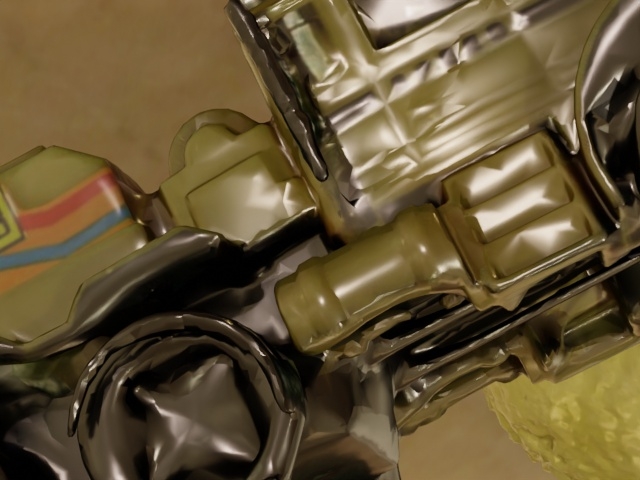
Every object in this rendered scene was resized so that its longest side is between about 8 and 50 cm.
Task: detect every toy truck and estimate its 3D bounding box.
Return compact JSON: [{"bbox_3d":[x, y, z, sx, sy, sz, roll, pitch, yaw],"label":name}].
[{"bbox_3d":[0.003,0.003,0.441,0.257,0.127,0.127,-24,70,8],"label":"toy truck"}]

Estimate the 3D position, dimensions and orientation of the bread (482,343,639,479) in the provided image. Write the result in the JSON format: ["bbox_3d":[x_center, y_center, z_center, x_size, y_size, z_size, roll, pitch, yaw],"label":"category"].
[{"bbox_3d":[0.214,-0.002,1.111,0.237,0.320,0.320,22,58,16],"label":"bread"}]
